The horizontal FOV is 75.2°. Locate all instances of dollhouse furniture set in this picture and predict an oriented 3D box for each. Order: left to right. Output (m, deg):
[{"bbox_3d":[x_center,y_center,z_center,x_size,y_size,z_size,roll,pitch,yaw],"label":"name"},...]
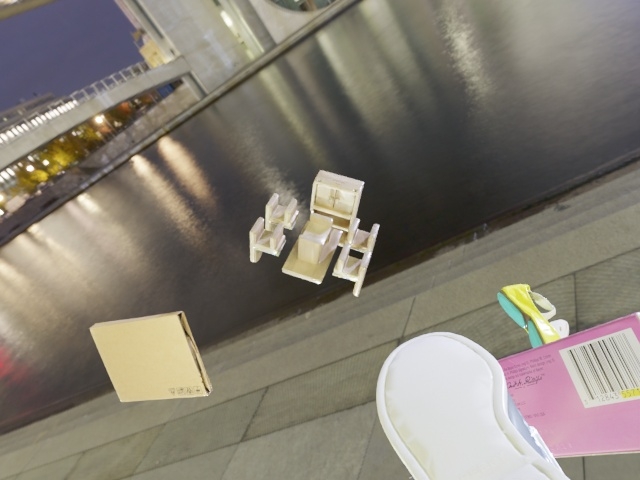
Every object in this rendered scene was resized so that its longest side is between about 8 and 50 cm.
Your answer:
[{"bbox_3d":[0.000,0.000,0.838,0.212,0.161,0.242,17,46,8],"label":"dollhouse furniture set"}]

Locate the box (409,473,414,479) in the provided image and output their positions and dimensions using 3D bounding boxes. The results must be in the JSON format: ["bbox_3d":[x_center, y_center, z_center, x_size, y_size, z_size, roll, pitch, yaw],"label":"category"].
[{"bbox_3d":[0.334,0.441,0.685,0.073,0.296,0.293,-55,-9,-29],"label":"box"}]

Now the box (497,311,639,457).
[{"bbox_3d":[0.369,0.161,0.485,0.213,0.243,0.117,126,137,-54],"label":"box"}]

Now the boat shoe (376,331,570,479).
[{"bbox_3d":[0.127,0.183,0.331,0.116,0.099,0.319,-25,16,1],"label":"boat shoe"}]

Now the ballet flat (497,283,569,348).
[{"bbox_3d":[0.421,0.159,0.794,0.077,0.077,0.231,-19,30,7],"label":"ballet flat"}]

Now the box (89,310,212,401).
[{"bbox_3d":[-0.311,0.216,0.761,0.201,0.164,0.021,-11,14,19],"label":"box"}]
